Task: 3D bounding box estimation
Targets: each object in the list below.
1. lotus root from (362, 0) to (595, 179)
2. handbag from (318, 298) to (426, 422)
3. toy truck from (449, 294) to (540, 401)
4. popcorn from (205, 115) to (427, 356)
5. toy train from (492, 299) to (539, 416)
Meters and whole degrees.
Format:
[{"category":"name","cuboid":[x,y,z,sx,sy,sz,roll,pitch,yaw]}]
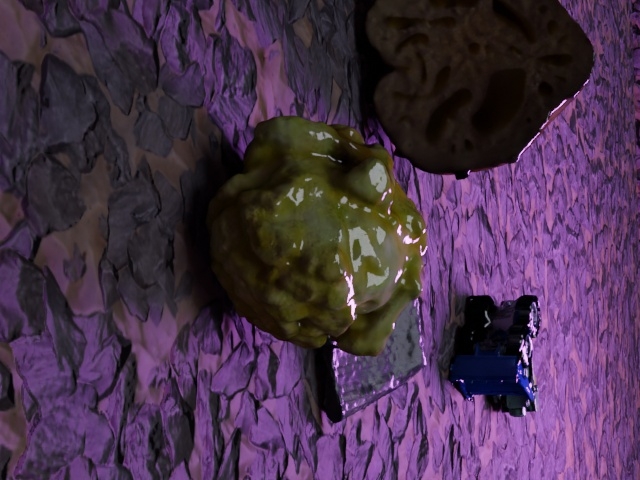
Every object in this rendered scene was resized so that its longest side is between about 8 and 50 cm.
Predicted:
[{"category":"lotus root","cuboid":[0.187,-0.235,1.631,0.250,0.316,0.316,-13,99,-85]},{"category":"handbag","cuboid":[0.050,0.076,1.450,0.175,0.089,0.270,-4,90,-58]},{"category":"toy truck","cuboid":[0.285,0.183,1.914,0.208,0.113,0.126,-61,142,-49]},{"category":"popcorn","cuboid":[0.000,0.000,1.205,0.256,0.195,0.254,-13,94,-47]},{"category":"toy train","cuboid":[0.337,0.206,2.077,0.132,0.083,0.200,31,58,-75]}]
